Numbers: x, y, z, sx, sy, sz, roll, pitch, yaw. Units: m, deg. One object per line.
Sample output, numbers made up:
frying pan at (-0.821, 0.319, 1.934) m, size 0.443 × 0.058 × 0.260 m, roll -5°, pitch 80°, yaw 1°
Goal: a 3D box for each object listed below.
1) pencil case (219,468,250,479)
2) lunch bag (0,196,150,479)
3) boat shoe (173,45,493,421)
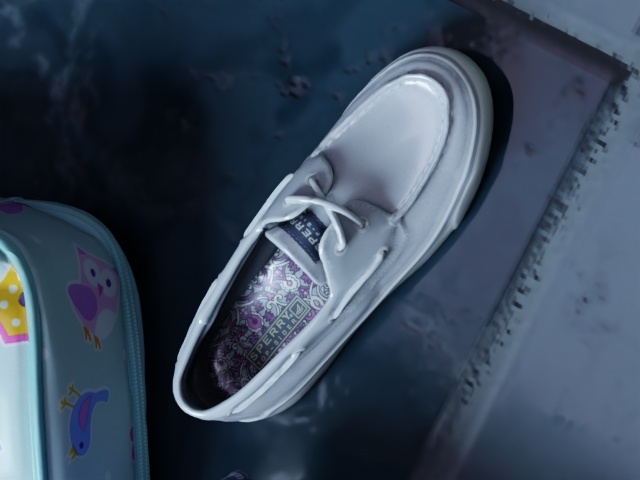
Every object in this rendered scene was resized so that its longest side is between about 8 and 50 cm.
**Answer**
pencil case at (-0.076, 0.249, 0.717) m, size 0.306 × 0.133 × 0.119 m, roll -59°, pitch 38°, yaw 17°
lunch bag at (-0.213, 0.095, 0.778) m, size 0.279 × 0.108 × 0.224 m, roll -2°, pitch 98°, yaw 24°
boat shoe at (0.000, 0.000, 0.704) m, size 0.066 × 0.063 × 0.184 m, roll 46°, pitch 110°, yaw 13°
